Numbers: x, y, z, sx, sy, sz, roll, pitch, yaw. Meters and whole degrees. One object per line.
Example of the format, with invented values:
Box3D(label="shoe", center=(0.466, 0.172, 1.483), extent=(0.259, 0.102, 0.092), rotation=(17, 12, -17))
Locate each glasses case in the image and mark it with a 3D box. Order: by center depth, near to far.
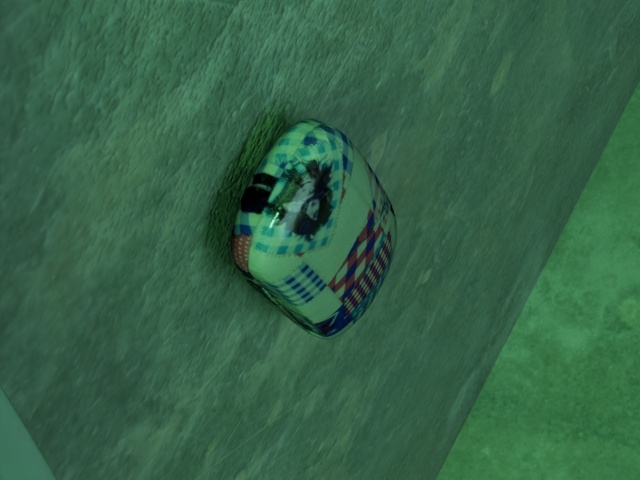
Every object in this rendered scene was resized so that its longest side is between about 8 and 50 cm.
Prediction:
Box3D(label="glasses case", center=(0.000, 0.000, 1.267), extent=(0.125, 0.076, 0.327), rotation=(-60, 163, -7))

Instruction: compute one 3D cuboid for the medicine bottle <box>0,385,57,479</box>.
Box3D(label="medicine bottle", center=(-0.210, 0.160, 0.777), extent=(0.179, 0.124, 0.324), rotation=(-58, 162, -22))
